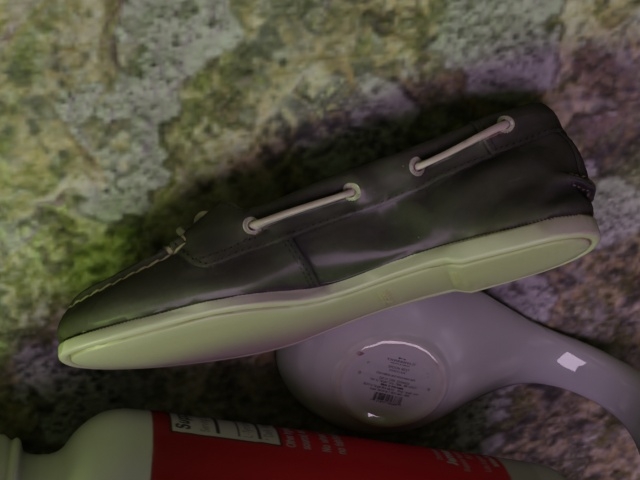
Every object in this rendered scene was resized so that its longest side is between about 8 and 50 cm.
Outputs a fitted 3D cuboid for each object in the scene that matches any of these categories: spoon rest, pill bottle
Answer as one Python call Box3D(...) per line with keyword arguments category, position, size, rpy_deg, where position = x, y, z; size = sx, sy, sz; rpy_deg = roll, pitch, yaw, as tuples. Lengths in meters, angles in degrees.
Box3D(category="spoon rest", position=(0.105, 0.089, 1.126), size=(0.276, 0.084, 0.137), rpy_deg=(16, 120, -10))
Box3D(category="pill bottle", position=(-0.050, 0.230, 1.065), size=(0.407, 0.229, 0.229), rpy_deg=(8, 124, -9))

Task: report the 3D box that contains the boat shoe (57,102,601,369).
Box3D(category="boat shoe", position=(0.000, 0.000, 1.022), size=(0.335, 0.095, 0.112), rpy_deg=(-14, 162, 0))
